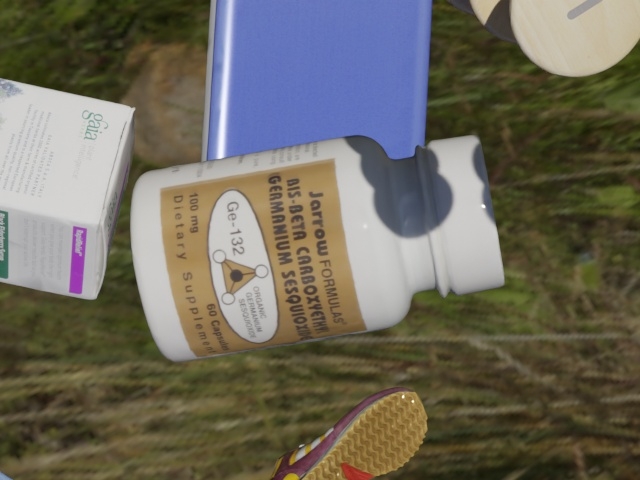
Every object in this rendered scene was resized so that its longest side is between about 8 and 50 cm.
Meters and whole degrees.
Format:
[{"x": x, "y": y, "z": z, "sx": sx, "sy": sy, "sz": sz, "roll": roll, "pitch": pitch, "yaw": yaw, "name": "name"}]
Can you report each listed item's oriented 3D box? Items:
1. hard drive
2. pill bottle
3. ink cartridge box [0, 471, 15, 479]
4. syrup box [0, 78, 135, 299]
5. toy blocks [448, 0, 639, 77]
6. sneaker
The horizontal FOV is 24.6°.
[{"x": -0.003, "y": -0.116, "z": 1.368, "sx": 0.040, "sy": 0.210, "sz": 0.318, "roll": 173, "pitch": 101, "yaw": -71, "name": "hard drive"}, {"x": 0.000, "y": 0.000, "z": 0.969, "sx": 0.229, "sy": 0.131, "sz": 0.131, "roll": -10, "pitch": 104, "yaw": 5, "name": "pill bottle"}, {"x": -0.263, "y": 0.364, "z": 0.969, "sx": 0.270, "sy": 0.395, "sz": 0.151, "roll": 38, "pitch": 134, "yaw": -26, "name": "ink cartridge box"}, {"x": -0.239, "y": -0.045, "z": 0.901, "sx": 0.237, "sy": 0.093, "sz": 0.096, "roll": 12, "pitch": 146, "yaw": -5, "name": "syrup box"}, {"x": 0.111, "y": -0.107, "z": 0.587, "sx": 0.148, "sy": 0.123, "sz": 0.054, "roll": -120, "pitch": 33, "yaw": -66, "name": "toy blocks"}, {"x": 0.010, "y": 0.187, "z": 1.267, "sx": 0.084, "sy": 0.185, "sz": 0.069, "roll": 0, "pitch": 122, "yaw": 56, "name": "sneaker"}]
